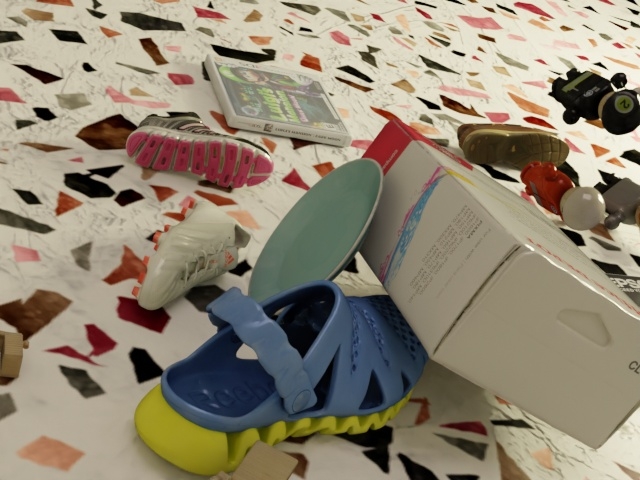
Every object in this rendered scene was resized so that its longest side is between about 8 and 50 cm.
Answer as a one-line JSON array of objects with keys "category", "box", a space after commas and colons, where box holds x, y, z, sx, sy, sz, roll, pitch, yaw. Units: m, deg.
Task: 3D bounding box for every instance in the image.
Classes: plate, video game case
[{"category": "plate", "box": [0.000, 0.000, 1.066, 0.024, 0.188, 0.188, 38, 22, -23]}, {"category": "video game case", "box": [-0.060, -0.194, 1.502, 0.173, 0.022, 0.190, 7, 32, -22]}]

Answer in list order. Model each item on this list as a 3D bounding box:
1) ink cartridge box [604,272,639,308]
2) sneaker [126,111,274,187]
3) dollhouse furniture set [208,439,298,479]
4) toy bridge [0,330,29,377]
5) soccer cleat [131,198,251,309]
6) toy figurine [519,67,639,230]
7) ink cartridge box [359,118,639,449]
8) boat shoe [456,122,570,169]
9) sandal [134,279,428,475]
[{"category": "ink cartridge box", "box": [0.417, 0.087, 1.306, 0.206, 0.045, 0.208, 6, 31, -23]}, {"category": "sneaker", "box": [-0.136, -0.112, 1.270, 0.170, 0.063, 0.075, 10, 36, -9]}, {"category": "dollhouse furniture set", "box": [0.008, 0.217, 0.763, 0.181, 0.101, 0.161, 25, 29, 9]}, {"category": "toy bridge", "box": [-0.327, 0.073, 0.872, 0.188, 0.026, 0.063, 9, 30, -21]}, {"category": "soccer cleat", "box": [-0.121, 0.014, 1.067, 0.076, 0.068, 0.196, 25, 26, 2]}, {"category": "toy figurine", "box": [0.397, -0.112, 1.460, 0.209, 0.213, 0.148, 9, 18, -29]}, {"category": "ink cartridge box", "box": [0.164, 0.031, 1.054, 0.226, 0.131, 0.306, 30, 15, -27]}, {"category": "boat shoe", "box": [0.279, -0.144, 1.590, 0.177, 0.064, 0.060, 4, 35, -22]}, {"category": "sandal", "box": [-0.005, 0.093, 0.933, 0.126, 0.138, 0.317, 36, 30, 28]}]
